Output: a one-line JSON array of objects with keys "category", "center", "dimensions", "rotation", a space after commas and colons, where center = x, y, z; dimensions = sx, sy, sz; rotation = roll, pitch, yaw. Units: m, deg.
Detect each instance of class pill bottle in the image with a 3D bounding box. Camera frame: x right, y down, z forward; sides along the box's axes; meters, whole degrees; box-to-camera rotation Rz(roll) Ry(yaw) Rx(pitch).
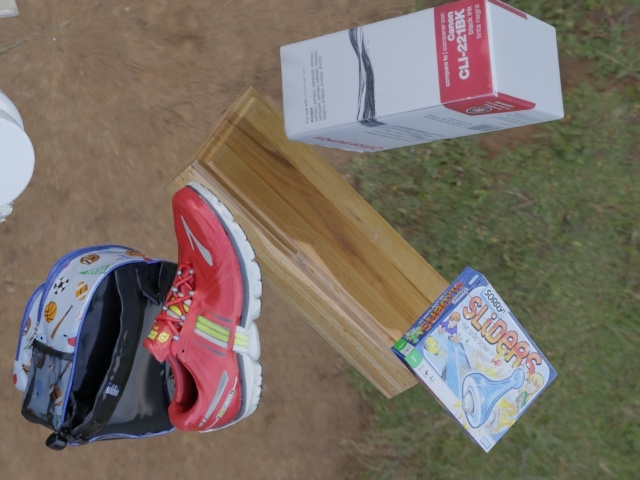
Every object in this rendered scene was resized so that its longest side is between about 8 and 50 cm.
[{"category": "pill bottle", "center": [-0.241, -0.076, 0.676], "dimensions": [0.078, 0.137, 0.078], "rotation": [-19, 128, -26]}]

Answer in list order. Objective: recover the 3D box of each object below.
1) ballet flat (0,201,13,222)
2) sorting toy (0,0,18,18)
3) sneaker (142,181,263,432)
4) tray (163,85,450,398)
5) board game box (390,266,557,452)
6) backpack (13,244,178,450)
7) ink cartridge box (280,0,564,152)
[{"category": "ballet flat", "center": [-0.649, 0.036, 1.645], "dimensions": [0.409, 0.147, 0.147], "rotation": [-39, 108, 12]}, {"category": "sorting toy", "center": [-0.537, -0.368, 1.439], "dimensions": [0.193, 0.208, 0.038], "rotation": [-14, 145, -19]}, {"category": "sneaker", "center": [-0.129, 0.080, 1.080], "dimensions": [0.118, 0.107, 0.279], "rotation": [-16, 112, -30]}, {"category": "tray", "center": [0.000, 0.000, 1.391], "dimensions": [0.411, 0.203, 0.076], "rotation": [43, 128, -13]}, {"category": "board game box", "center": [0.189, 0.146, 1.249], "dimensions": [0.136, 0.035, 0.201], "rotation": [-46, 122, -8]}, {"category": "backpack", "center": [-0.296, 0.139, 1.478], "dimensions": [0.276, 0.213, 0.263], "rotation": [3, 106, -57]}, {"category": "ink cartridge box", "center": [0.116, -0.183, 1.206], "dimensions": [0.197, 0.272, 0.114], "rotation": [2, 82, -56]}]
